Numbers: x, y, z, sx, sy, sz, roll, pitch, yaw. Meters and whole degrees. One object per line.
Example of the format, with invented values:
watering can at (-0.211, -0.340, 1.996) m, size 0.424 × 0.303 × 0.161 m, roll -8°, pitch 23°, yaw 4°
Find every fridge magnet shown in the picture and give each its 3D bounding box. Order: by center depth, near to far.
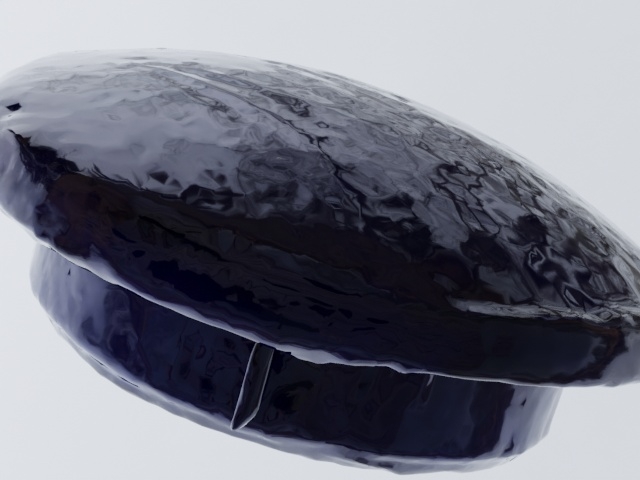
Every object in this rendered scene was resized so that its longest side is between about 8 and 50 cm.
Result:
fridge magnet at (0.000, 0.000, 0.681) m, size 0.265 × 0.265 × 0.112 m, roll 13°, pitch -74°, yaw -14°
